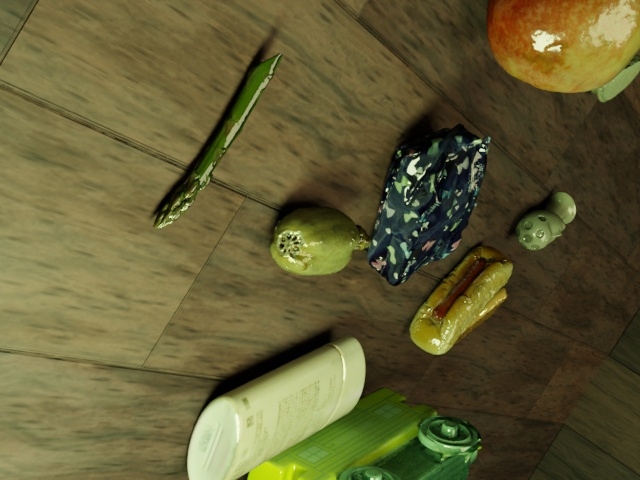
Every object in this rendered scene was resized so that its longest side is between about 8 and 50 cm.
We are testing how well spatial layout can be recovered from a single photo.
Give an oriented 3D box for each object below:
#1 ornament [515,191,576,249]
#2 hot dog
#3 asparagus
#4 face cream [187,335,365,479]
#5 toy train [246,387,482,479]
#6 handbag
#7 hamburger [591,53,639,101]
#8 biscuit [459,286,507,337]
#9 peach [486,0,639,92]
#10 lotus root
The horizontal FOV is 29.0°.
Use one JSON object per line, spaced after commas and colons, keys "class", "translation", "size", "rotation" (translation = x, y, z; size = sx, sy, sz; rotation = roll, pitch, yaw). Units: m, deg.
{"class": "ornament", "translation": [0.438, -0.033, 2.402], "size": [0.156, 0.081, 0.075], "rotation": [-34, 143, -48]}
{"class": "hot dog", "translation": [0.252, 0.097, 2.214], "size": [0.242, 0.084, 0.073], "rotation": [-45, 150, -22]}
{"class": "asparagus", "translation": [-0.111, -0.108, 1.360], "size": [0.236, 0.027, 0.034], "rotation": [-57, 151, 2]}
{"class": "face cream", "translation": [-0.051, 0.248, 1.842], "size": [0.348, 0.081, 0.173], "rotation": [-22, 139, -52]}
{"class": "toy train", "translation": [0.070, 0.379, 2.000], "size": [0.442, 0.272, 0.179], "rotation": [-19, 123, -52]}
{"class": "handbag", "translation": [0.158, -0.054, 1.822], "size": [0.162, 0.113, 0.260], "rotation": [-27, 144, -37]}
{"class": "hamburger", "translation": [0.539, -0.302, 2.292], "size": [0.121, 0.054, 0.084], "rotation": [-33, 151, -37]}
{"class": "biscuit", "translation": [0.290, 0.147, 2.354], "size": [0.144, 0.033, 0.224], "rotation": [-38, 169, -5]}
{"class": "peach", "translation": [0.350, -0.333, 1.701], "size": [0.232, 0.232, 0.257], "rotation": [-23, 137, -51]}
{"class": "lotus root", "translation": [-0.001, 0.000, 1.633], "size": [0.183, 0.077, 0.090], "rotation": [-5, 132, -56]}
